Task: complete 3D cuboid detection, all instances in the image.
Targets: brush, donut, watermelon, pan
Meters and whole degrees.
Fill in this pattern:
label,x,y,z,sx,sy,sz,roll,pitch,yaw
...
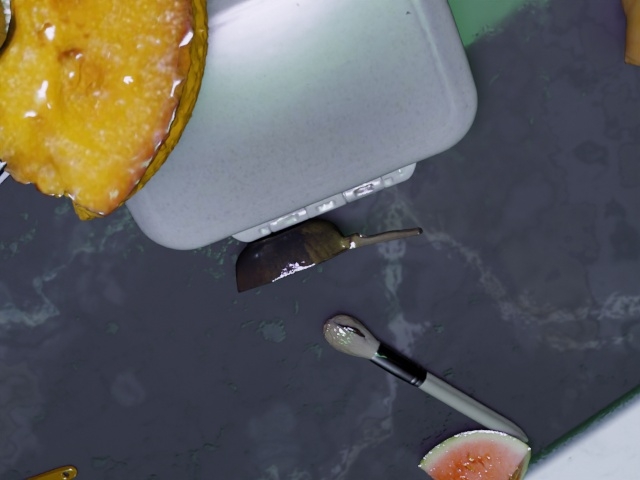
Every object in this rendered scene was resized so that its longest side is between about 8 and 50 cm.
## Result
label,x,y,z,sx,sy,sz,roll,pitch,yaw
brush,0.129,0.166,1.332,0.299,0.039,0.042,30,105,-16
brush,-0.370,0.299,1.363,0.169,0.014,0.043,-18,113,2
donut,-0.279,-0.228,0.999,0.435,0.163,0.378,23,99,10
watermelon,0.179,0.290,1.354,0.135,0.094,0.125,11,126,-6
pan,0.000,-0.002,1.215,0.202,0.128,0.048,-20,97,1

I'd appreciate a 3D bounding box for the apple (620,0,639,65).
label,x,y,z,sx,sy,sz,roll,pitch,yaw
apple,0.462,-0.250,1.110,0.309,0.314,0.252,5,153,-6

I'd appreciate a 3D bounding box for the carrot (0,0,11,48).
label,x,y,z,sx,sy,sz,roll,pitch,yaw
carrot,-0.295,-0.277,1.116,0.066,0.066,0.314,3,109,-5

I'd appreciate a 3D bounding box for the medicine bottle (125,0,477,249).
label,x,y,z,sx,sy,sz,roll,pitch,yaw
medicine bottle,-0.045,-0.156,1.145,0.375,0.123,0.282,-21,116,7

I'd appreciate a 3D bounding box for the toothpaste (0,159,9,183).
label,x,y,z,sx,sy,sz,roll,pitch,yaw
toothpaste,-0.387,-0.048,1.212,0.071,0.045,0.193,37,99,-25
